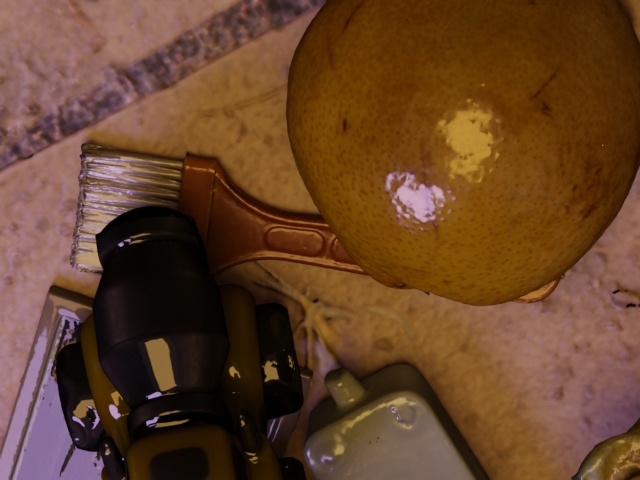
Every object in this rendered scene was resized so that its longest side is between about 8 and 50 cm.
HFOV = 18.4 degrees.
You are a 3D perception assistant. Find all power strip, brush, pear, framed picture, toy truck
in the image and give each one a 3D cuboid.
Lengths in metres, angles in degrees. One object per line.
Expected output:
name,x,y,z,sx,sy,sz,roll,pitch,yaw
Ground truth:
power strip,0.108,0.237,1.309,0.091,0.062,0.385,-29,106,12
brush,0.000,0.000,1.256,0.314,0.017,0.090,8,112,-1
pear,0.082,-0.063,1.134,0.209,0.209,0.209,1,109,2
framed picture,-0.128,0.169,1.318,0.184,0.016,0.250,19,109,-4
toy truck,-0.084,0.104,1.172,0.147,0.224,0.165,-10,146,0

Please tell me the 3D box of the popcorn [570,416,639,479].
popcorn,0.234,0.170,1.236,0.142,0.173,0.173,7,110,18
